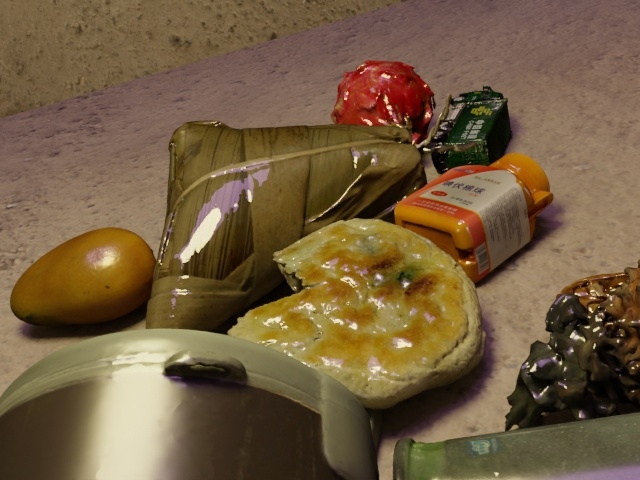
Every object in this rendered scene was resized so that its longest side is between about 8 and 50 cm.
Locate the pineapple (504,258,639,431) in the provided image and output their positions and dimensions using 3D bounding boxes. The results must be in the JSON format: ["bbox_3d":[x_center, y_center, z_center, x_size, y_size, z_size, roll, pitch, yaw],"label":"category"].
[{"bbox_3d":[0.343,0.104,0.798,0.357,0.223,0.223,-21,22,30],"label":"pineapple"}]

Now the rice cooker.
[{"bbox_3d":[-0.109,0.250,0.565,0.335,0.335,0.325,-11,41,8],"label":"rice cooker"}]

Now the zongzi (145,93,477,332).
[{"bbox_3d":[0.001,0.015,1.208,0.499,0.218,0.467,-2,52,2],"label":"zongzi"}]

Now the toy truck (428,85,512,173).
[{"bbox_3d":[0.289,-0.206,1.504,0.121,0.088,0.259,-2,31,26],"label":"toy truck"}]

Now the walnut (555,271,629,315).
[{"bbox_3d":[0.351,0.085,0.962,0.121,0.052,0.091,-5,30,23],"label":"walnut"}]

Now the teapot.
[{"bbox_3d":[0.216,0.226,0.644,0.336,0.201,0.270,-11,-1,11],"label":"teapot"}]

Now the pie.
[{"bbox_3d":[0.054,0.080,0.996,0.337,0.075,0.338,-2,35,2],"label":"pie"}]

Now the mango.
[{"bbox_3d":[-0.379,0.059,1.290,0.254,0.139,0.175,-10,20,24],"label":"mango"}]

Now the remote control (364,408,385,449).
[{"bbox_3d":[0.015,0.207,0.927,0.123,0.038,0.285,-8,30,16],"label":"remote control"}]

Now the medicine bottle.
[{"bbox_3d":[0.237,-0.041,1.190,0.222,0.112,0.149,-33,32,-30],"label":"medicine bottle"}]

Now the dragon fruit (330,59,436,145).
[{"bbox_3d":[0.125,-0.252,1.561,0.205,0.210,0.268,-29,32,9],"label":"dragon fruit"}]
